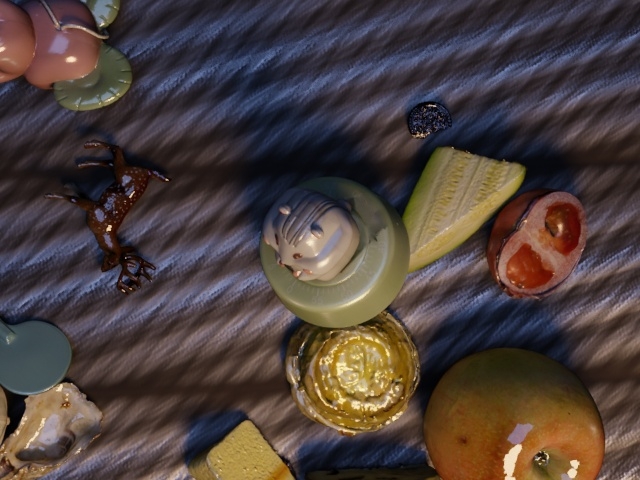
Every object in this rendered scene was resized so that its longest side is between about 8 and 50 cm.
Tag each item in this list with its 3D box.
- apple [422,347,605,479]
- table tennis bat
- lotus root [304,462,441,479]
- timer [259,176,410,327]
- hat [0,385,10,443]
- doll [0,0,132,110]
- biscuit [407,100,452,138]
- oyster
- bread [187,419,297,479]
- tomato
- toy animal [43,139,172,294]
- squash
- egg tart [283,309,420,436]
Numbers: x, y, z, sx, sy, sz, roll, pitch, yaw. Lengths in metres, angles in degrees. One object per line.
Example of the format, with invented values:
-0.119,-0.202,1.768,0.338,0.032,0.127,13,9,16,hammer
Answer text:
0.362,0.359,1.354,0.318,0.277,0.320,0,91,-7,apple
-0.602,0.206,1.437,0.237,0.038,0.149,37,61,8,table tennis bat
0.107,0.580,1.392,0.266,0.149,0.261,1,86,-13,lotus root
0.000,0.000,1.298,0.290,0.315,0.291,-3,78,13,timer
-0.721,0.350,1.392,0.274,0.161,0.232,-11,60,24,hat
-0.504,-0.382,1.373,0.268,0.216,0.284,-11,88,-8,doll
0.222,-0.243,1.480,0.089,0.027,0.087,27,89,-1,biscuit
-0.551,0.393,1.436,0.161,0.107,0.233,42,72,10,oyster
-0.138,0.509,1.434,0.178,0.142,0.266,-38,90,14,bread
0.416,0.002,1.440,0.199,0.112,0.228,40,91,-29,tomato
-0.408,-0.050,1.437,0.259,0.087,0.244,34,91,2,toy animal
0.272,-0.028,1.435,0.203,0.111,0.289,19,86,30,squash
0.065,0.254,1.443,0.278,0.095,0.279,0,89,0,egg tart
